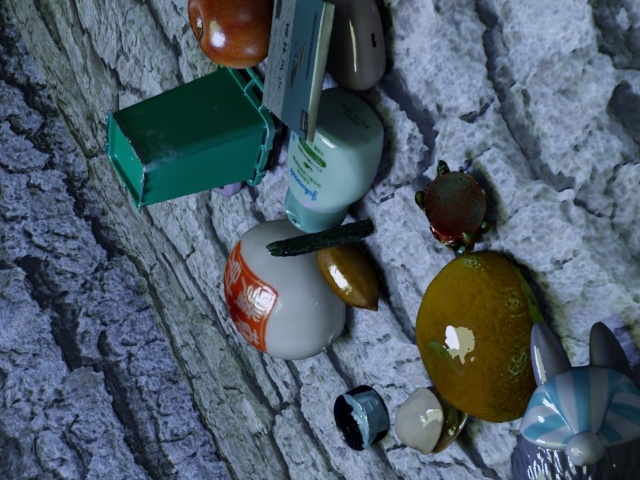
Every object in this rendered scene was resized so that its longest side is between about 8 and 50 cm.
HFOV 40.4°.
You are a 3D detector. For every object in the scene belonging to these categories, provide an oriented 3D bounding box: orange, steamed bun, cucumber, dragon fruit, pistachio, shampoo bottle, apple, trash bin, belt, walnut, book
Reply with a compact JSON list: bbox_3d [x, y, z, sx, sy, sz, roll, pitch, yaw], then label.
[{"bbox_3d":[0.288,0.192,1.634,0.262,0.196,0.334,-124,19,-48],"label":"orange"},{"bbox_3d":[-0.115,0.137,2.212,0.374,0.241,0.374,46,146,43],"label":"steamed bun"},{"bbox_3d":[0.000,0.000,1.883,0.044,0.256,0.043,64,151,24],"label":"cucumber"},{"bbox_3d":[0.239,-0.043,1.576,0.138,0.142,0.175,11,150,19],"label":"dragon fruit"},{"bbox_3d":[0.238,0.387,1.893,0.144,0.144,0.215,58,145,17],"label":"pistachio"},{"bbox_3d":[0.014,-0.148,1.861,0.222,0.151,0.349,47,148,20],"label":"shampoo bottle"},{"bbox_3d":[-0.206,-0.501,1.958,0.235,0.173,0.210,47,146,35],"label":"apple"},{"bbox_3d":[-0.301,-0.253,2.089,0.259,0.381,0.295,54,150,21],"label":"trash bin"},{"bbox_3d":[0.103,0.458,2.240,0.151,0.078,0.198,54,149,26],"label":"belt"},{"bbox_3d":[0.068,0.081,1.994,0.207,0.116,0.116,50,149,16],"label":"walnut"},{"bbox_3d":[-0.052,-0.365,1.748,0.379,0.031,0.264,-130,45,-65],"label":"book"}]

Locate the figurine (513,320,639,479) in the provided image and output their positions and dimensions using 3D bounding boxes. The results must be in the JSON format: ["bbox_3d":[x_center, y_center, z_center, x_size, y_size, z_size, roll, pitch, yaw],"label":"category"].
[{"bbox_3d":[0.373,0.323,1.369,0.266,0.361,0.378,-30,77,40],"label":"figurine"}]

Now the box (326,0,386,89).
[{"bbox_3d":[0.060,-0.387,1.664,0.146,0.088,0.200,25,130,55],"label":"box"}]

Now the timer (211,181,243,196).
[{"bbox_3d":[-0.284,-0.230,2.415,0.191,0.069,0.208,25,130,52],"label":"timer"}]
